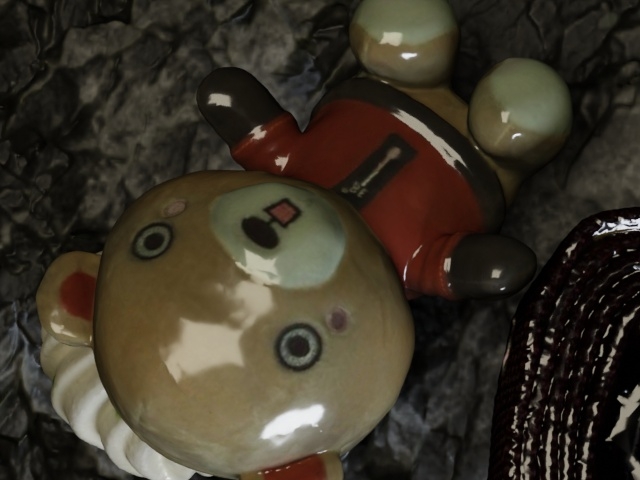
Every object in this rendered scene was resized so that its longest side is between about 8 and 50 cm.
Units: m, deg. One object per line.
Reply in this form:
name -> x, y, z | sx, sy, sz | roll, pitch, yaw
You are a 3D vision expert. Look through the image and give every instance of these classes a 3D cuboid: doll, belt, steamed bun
doll -> 0.000, 0.000, 1.149 | 0.235, 0.174, 0.330 | 40, 67, 12
belt -> 0.187, 0.129, 1.115 | 0.184, 0.164, 0.289 | 12, 77, 1
steamed bun -> -0.102, 0.073, 1.253 | 0.183, 0.106, 0.183 | -3, 82, 22
